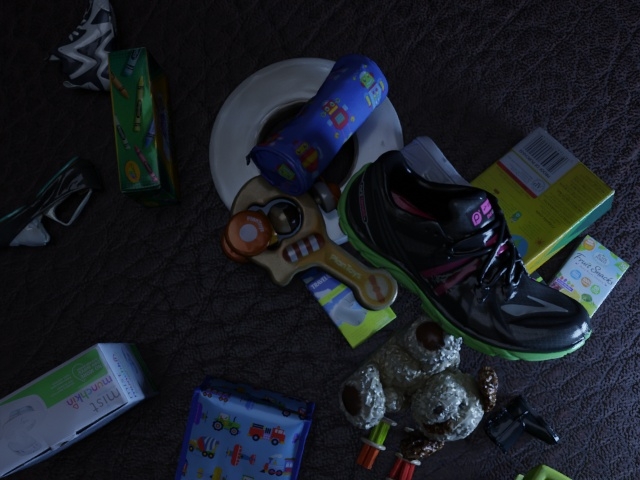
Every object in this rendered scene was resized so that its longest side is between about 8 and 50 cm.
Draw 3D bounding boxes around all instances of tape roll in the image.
[{"bbox_3d":[-0.026,-0.172,1.552,0.392,0.072,0.391,0,81,3],"label":"tape roll"}]

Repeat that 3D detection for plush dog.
[{"bbox_3d":[0.195,0.270,1.418,0.262,0.210,0.225,-43,85,12],"label":"plush dog"}]

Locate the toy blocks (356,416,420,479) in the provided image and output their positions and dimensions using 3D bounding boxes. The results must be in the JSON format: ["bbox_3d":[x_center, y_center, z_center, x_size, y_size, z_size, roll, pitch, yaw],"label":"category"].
[{"bbox_3d":[0.125,0.419,1.470,0.123,0.054,0.148,22,84,5],"label":"toy blocks"}]

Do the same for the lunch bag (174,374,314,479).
[{"bbox_3d":[-0.154,0.431,1.456,0.221,0.138,0.293,15,92,2],"label":"lunch bag"}]

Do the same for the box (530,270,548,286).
[{"bbox_3d":[0.386,0.092,1.504,0.083,0.052,0.062,-38,83,-1],"label":"box"}]

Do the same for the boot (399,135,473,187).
[{"bbox_3d":[0.213,-0.072,1.437,0.123,0.095,0.258,-33,61,-3],"label":"boot"}]

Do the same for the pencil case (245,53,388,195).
[{"bbox_3d":[-0.001,-0.210,1.416,0.119,0.133,0.306,47,61,-14],"label":"pencil case"}]

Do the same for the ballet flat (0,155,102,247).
[{"bbox_3d":[-0.557,-0.052,1.552,0.280,0.095,0.096,-40,94,-3],"label":"ballet flat"}]

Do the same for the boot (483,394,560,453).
[{"bbox_3d":[0.378,0.365,1.470,0.099,0.045,0.121,-41,75,-5],"label":"boot"}]

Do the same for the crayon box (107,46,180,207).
[{"bbox_3d":[-0.345,-0.216,1.525,0.081,0.165,0.278,-8,82,2],"label":"crayon box"}]

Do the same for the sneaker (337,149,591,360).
[{"bbox_3d":[0.246,0.025,1.296,0.483,0.202,0.185,34,42,7],"label":"sneaker"}]

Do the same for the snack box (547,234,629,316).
[{"bbox_3d":[0.514,0.075,1.507,0.100,0.037,0.141,38,85,6],"label":"snack box"}]

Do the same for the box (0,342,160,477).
[{"bbox_3d":[-0.459,0.306,1.425,0.262,0.231,0.126,-30,82,-1],"label":"box"}]

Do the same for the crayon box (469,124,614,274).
[{"bbox_3d":[0.368,-0.045,1.483,0.319,0.081,0.202,-38,64,-3],"label":"crayon box"}]

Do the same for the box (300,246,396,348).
[{"bbox_3d":[0.053,0.111,1.523,0.109,0.042,0.178,-37,83,-3],"label":"box"}]

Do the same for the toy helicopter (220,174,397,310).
[{"bbox_3d":[0.000,0.000,1.448,0.355,0.140,0.235,34,77,-4],"label":"toy helicopter"}]

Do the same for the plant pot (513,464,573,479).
[{"bbox_3d":[0.403,0.544,1.352,0.227,0.207,0.228,31,76,6],"label":"plant pot"}]

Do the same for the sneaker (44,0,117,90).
[{"bbox_3d":[-0.497,-0.417,1.595,0.153,0.094,0.234,-10,92,-7],"label":"sneaker"}]
